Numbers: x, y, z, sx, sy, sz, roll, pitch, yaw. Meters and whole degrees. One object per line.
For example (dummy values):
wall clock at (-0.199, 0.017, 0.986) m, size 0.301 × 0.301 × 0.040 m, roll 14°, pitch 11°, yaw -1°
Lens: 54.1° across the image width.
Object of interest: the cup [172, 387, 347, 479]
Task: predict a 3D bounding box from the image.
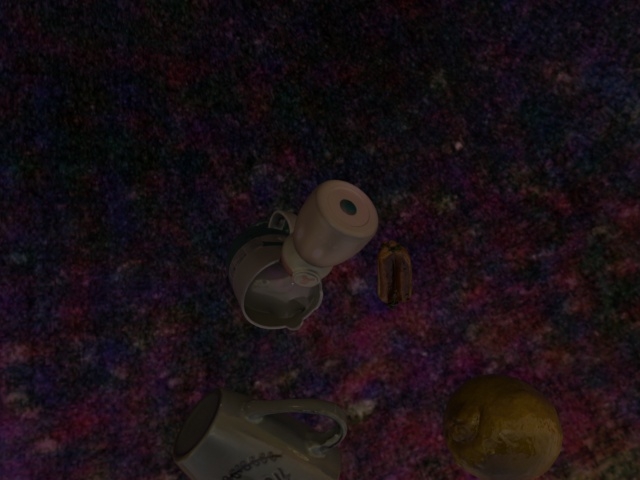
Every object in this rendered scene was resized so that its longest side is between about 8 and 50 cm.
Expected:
cup at (-0.085, 0.332, 1.020) m, size 0.234 × 0.186 × 0.258 m, roll 40°, pitch 108°, yaw -18°

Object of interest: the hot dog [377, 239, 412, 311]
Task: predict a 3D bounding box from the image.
hot dog at (0.152, 0.071, 1.291) m, size 0.072 × 0.055 × 0.188 m, roll -2°, pitch 137°, yaw 5°

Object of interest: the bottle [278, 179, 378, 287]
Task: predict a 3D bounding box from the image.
bottle at (0.000, 0.000, 1.283) m, size 0.147 × 0.148 × 0.236 m, roll 5°, pitch 144°, yaw -32°

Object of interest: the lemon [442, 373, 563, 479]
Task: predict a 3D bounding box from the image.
lemon at (0.463, 0.473, 1.590) m, size 0.316 × 0.285 × 0.285 m, roll -17°, pitch 148°, yaw -41°

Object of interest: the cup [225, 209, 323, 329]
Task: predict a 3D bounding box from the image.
cup at (-0.124, 0.062, 1.675) m, size 0.219 × 0.258 × 0.290 m, roll 10°, pitch 114°, yaw -29°
